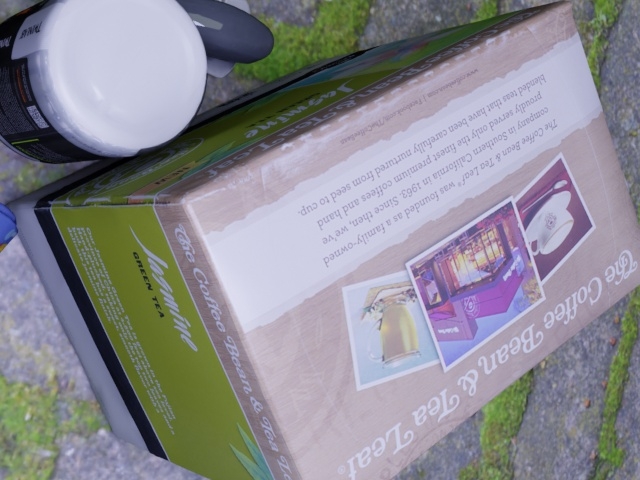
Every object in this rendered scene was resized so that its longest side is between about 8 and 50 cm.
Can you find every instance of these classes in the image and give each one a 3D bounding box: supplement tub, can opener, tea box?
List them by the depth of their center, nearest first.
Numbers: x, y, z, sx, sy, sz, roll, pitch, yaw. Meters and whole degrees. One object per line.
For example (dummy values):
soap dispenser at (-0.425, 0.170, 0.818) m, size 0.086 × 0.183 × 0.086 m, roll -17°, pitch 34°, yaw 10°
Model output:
supplement tub at (-0.171, -0.113, 0.717) m, size 0.117 × 0.190 × 0.117 m, roll -1°, pitch 92°, yaw -35°
tea box at (0.000, 0.000, 0.757) m, size 0.329 × 0.323 × 0.220 m, roll -31°, pitch 108°, yaw -30°
can opener at (-0.160, -0.214, 0.778) m, size 0.283 × 0.095 × 0.076 m, roll 25°, pitch 77°, yaw -33°

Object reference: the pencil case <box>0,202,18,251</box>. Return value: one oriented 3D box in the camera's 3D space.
pencil case at (-0.324, 0.076, 0.660) m, size 0.133 × 0.119 × 0.306 m, roll 35°, pitch 72°, yaw -27°
